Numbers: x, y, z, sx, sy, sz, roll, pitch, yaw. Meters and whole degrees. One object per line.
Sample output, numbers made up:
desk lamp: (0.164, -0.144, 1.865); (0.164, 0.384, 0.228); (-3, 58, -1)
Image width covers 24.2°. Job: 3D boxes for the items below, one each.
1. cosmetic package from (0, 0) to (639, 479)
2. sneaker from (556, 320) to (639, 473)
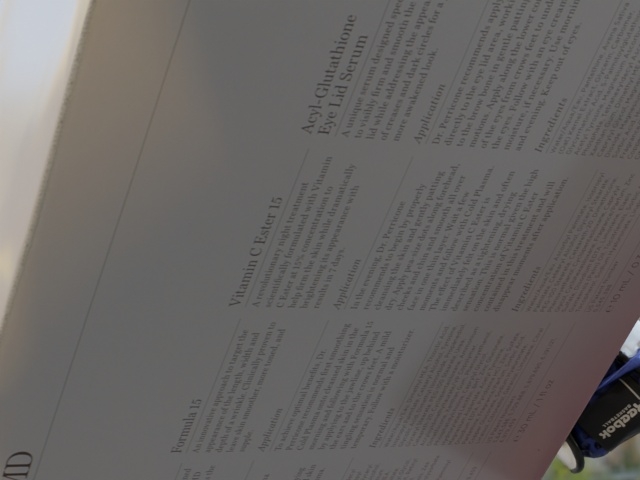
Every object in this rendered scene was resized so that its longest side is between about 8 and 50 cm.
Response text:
cosmetic package: (0.000, 0.000, 0.608); (0.284, 0.097, 0.377); (1, -50, -30)
sneaker: (0.144, 0.049, 0.996); (0.127, 0.182, 0.315); (-48, -37, 10)
